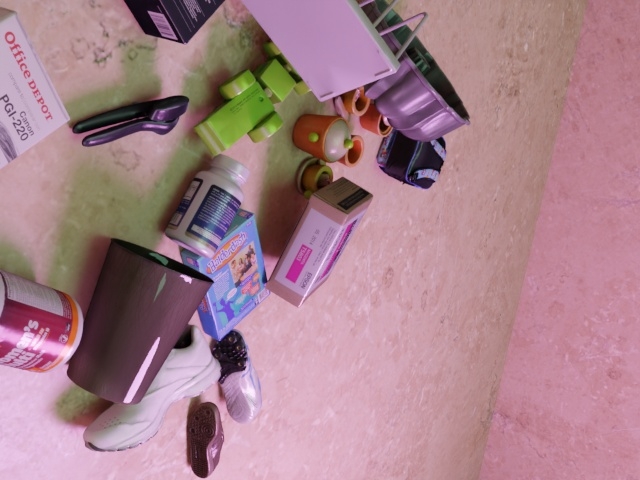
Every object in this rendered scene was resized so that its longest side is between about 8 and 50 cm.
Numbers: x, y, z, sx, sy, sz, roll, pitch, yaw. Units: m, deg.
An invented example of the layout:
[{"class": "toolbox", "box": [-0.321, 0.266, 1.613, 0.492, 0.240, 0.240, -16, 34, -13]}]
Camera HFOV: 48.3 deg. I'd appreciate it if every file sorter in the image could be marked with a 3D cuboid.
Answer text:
[{"class": "file sorter", "box": [0.019, -0.410, 1.182, 0.277, 0.193, 0.173, 49, 58, -23]}]

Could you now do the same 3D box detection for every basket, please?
[{"class": "basket", "box": [-0.299, 0.134, 1.153, 0.204, 0.154, 0.226, 26, 89, -60]}]

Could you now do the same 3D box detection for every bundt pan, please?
[{"class": "bundt pan", "box": [0.162, -0.336, 1.464, 0.124, 0.330, 0.331, -37, 156, 21]}]

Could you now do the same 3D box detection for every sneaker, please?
[{"class": "sneaker", "box": [-0.308, 0.256, 1.270, 0.297, 0.111, 0.129, -41, 126, -46]}, {"class": "sneaker", "box": [-0.235, 0.404, 1.493, 0.071, 0.066, 0.188, -44, 148, -61]}, {"class": "sneaker", "box": [-0.172, 0.276, 1.496, 0.086, 0.085, 0.237, -69, 157, -57]}]

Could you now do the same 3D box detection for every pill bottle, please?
[{"class": "pill bottle", "box": [-0.434, 0.099, 0.947, 0.221, 0.121, 0.121, 37, 76, -57]}, {"class": "pill bottle", "box": [-0.192, -0.062, 1.247, 0.169, 0.094, 0.094, -63, 148, -10]}]

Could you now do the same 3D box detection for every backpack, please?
[{"class": "backpack", "box": [0.239, -0.211, 1.788, 0.173, 0.117, 0.158, 15, 94, -57]}]

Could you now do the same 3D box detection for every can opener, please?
[{"class": "can opener", "box": [-0.287, -0.184, 1.078, 0.186, 0.059, 0.073, -24, 154, -37]}]

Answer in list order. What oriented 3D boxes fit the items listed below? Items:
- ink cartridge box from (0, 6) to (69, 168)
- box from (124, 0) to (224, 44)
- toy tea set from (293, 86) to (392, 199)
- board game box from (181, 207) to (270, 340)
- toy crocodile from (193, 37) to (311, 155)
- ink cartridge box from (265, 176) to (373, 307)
[{"class": "ink cartridge box", "box": [-0.429, -0.156, 0.840, 0.218, 0.092, 0.158, -49, 143, -32]}, {"class": "box", "box": [-0.220, -0.437, 0.985, 0.184, 0.103, 0.261, -53, 144, -19]}, {"class": "toy tea set", "box": [0.077, -0.228, 1.527, 0.336, 0.124, 0.200, -47, 142, -31]}, {"class": "board game box", "box": [-0.178, 0.066, 1.384, 0.160, 0.047, 0.210, -42, 140, -36]}, {"class": "toy crocodile", "box": [-0.096, -0.274, 1.273, 0.115, 0.105, 0.340, 51, 62, -22]}, {"class": "ink cartridge box", "box": [0.000, 0.000, 1.475, 0.234, 0.088, 0.193, -62, 171, 23]}]
